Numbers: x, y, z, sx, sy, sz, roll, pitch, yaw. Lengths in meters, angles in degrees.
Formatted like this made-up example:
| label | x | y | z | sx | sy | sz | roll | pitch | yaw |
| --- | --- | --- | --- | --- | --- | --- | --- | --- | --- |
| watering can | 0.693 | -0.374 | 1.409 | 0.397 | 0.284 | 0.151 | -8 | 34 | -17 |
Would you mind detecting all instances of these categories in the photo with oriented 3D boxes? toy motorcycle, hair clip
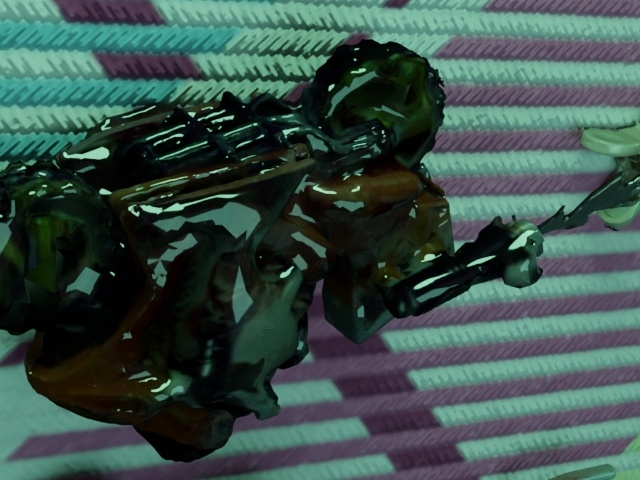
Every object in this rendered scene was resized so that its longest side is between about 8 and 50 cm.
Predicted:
| label | x | y | z | sx | sy | sz | roll | pitch | yaw |
| --- | --- | --- | --- | --- | --- | --- | --- | --- | --- |
| toy motorcycle | 0.000 | 0.000 | 0.984 | 0.401 | 0.134 | 0.207 | -24 | 126 | -24 |
| hair clip | 0.252 | -0.105 | 1.190 | 0.226 | 0.034 | 0.072 | -42 | 131 | -13 |

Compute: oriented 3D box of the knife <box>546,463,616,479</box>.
| label | x | y | z | sx | sy | sz | roll | pitch | yaw |
| --- | --- | --- | --- | --- | --- | --- | --- | --- | --- |
| knife | 0.077 | 0.241 | 1.228 | 0.278 | 0.053 | 0.123 | -22 | 130 | -26 |
